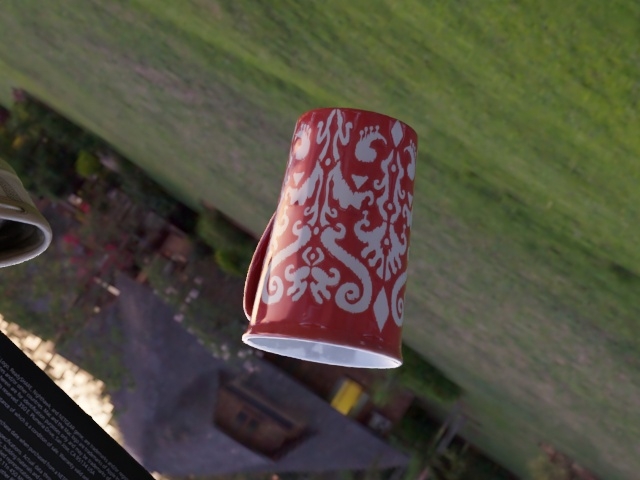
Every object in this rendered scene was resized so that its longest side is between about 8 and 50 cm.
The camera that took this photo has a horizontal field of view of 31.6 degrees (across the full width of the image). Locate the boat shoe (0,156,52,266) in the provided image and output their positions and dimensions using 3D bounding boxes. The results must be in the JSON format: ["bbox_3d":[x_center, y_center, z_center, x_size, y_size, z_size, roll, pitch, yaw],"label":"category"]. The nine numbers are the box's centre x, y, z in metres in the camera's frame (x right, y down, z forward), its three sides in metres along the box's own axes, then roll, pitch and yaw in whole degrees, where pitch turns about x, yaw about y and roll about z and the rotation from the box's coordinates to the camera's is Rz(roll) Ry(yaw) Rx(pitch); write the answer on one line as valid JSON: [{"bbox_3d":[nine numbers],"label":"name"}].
[{"bbox_3d":[-0.359,-0.008,0.915,0.302,0.109,0.098,-8,-136,-48],"label":"boat shoe"}]

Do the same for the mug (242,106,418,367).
[{"bbox_3d":[-0.002,-0.002,0.821,0.150,0.169,0.113,3,167,27],"label":"mug"}]

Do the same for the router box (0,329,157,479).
[{"bbox_3d":[-0.181,0.119,0.524,0.243,0.081,0.309,-10,128,47],"label":"router box"}]
